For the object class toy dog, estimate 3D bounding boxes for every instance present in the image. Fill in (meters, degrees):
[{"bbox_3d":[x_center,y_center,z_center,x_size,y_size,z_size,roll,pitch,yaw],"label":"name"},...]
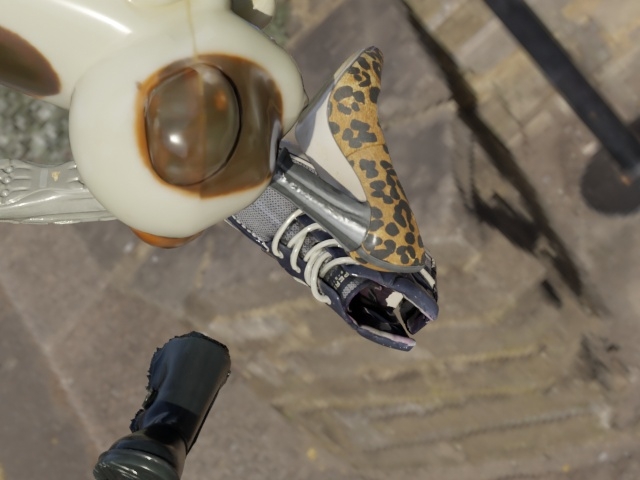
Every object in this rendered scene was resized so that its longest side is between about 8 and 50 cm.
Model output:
[{"bbox_3d":[-0.186,-0.192,1.292,0.395,0.408,0.284,-36,-10,-33],"label":"toy dog"}]

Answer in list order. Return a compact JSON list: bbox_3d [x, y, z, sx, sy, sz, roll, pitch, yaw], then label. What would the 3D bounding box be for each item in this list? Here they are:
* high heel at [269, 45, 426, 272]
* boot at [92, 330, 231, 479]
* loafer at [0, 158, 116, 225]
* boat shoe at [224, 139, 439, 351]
[{"bbox_3d":[0.062,-0.085,1.549,0.093,0.186,0.261,-46,10,47],"label":"high heel"},{"bbox_3d":[-0.169,0.191,1.642,0.246,0.094,0.207,117,176,-68],"label":"boot"},{"bbox_3d":[-0.424,-0.064,2.290,0.319,0.111,0.112,-3,51,8],"label":"loafer"},{"bbox_3d":[0.000,0.000,1.718,0.127,0.340,0.158,-56,17,20],"label":"boat shoe"}]
